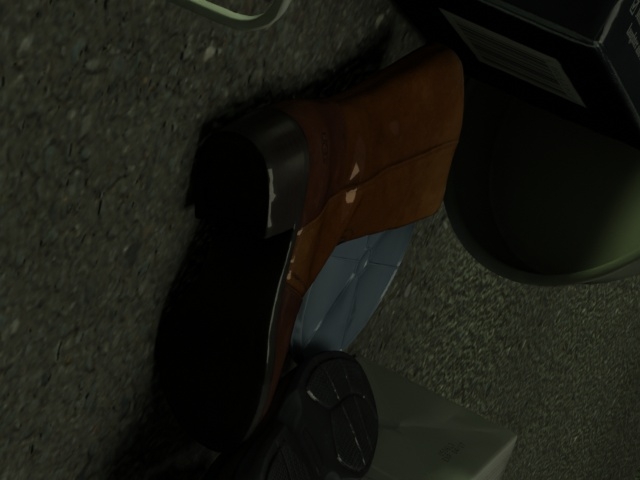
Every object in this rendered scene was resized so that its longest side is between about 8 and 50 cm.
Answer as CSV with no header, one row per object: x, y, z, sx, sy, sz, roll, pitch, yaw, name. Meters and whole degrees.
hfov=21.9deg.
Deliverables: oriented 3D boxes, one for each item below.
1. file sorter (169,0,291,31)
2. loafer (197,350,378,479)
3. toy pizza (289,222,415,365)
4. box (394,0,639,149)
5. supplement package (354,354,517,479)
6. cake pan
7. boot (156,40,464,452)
-0.007,-0.247,0.809,0.277,0.173,0.193,-40,148,-45,file sorter
-0.035,0.164,1.272,0.109,0.095,0.302,69,20,-8,loafer
0.023,0.012,1.373,0.201,0.032,0.201,-51,156,-32,toy pizza
0.226,-0.309,1.226,0.395,0.212,0.293,-62,158,-2,box
0.029,0.288,1.505,0.177,0.175,0.293,-27,139,-60,supplement package
0.234,-0.090,1.396,0.054,0.293,0.293,31,86,-44,cake pan
0.000,0.000,1.231,0.280,0.096,0.264,-27,126,-53,boot
